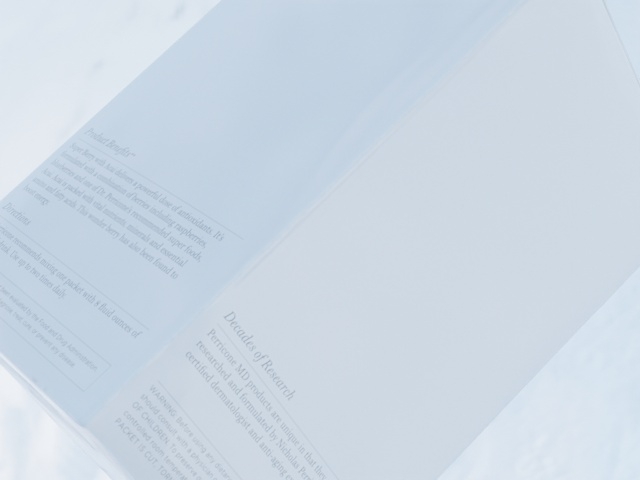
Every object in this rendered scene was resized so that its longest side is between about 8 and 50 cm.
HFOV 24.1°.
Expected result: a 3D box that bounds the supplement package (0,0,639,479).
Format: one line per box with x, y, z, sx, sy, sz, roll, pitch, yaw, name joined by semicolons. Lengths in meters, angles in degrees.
0.000;0.000;0.712;0.293;0.175;0.177;-44;39;-13;supplement package
